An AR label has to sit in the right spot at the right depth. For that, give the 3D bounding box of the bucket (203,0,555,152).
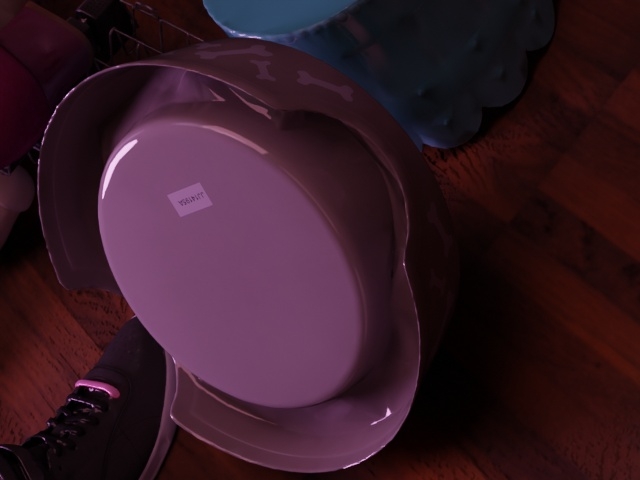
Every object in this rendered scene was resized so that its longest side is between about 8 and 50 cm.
[{"bbox_3d":[0.044,-0.221,1.417,0.281,0.183,0.281,-20,51,26],"label":"bucket"}]

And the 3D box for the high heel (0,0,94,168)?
[{"bbox_3d":[-0.399,-0.185,1.497,0.377,0.127,0.181,22,48,16],"label":"high heel"}]

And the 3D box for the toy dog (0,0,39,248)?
[{"bbox_3d":[-0.423,-0.094,1.726,0.408,0.284,0.395,-55,24,-2],"label":"toy dog"}]

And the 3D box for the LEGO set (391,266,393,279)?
[{"bbox_3d":[0.000,0.000,1.399,0.227,0.087,0.093,-1,65,39],"label":"LEGO set"}]

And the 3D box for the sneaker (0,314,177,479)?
[{"bbox_3d":[-0.223,0.178,1.438,0.104,0.147,0.296,6,68,44],"label":"sneaker"}]

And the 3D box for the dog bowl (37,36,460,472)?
[{"bbox_3d":[-0.049,0.004,1.282,0.348,0.349,0.102,-4,27,39],"label":"dog bowl"}]

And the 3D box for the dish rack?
[{"bbox_3d":[-0.156,-0.109,1.555,0.271,0.074,0.208,28,64,18],"label":"dish rack"}]
